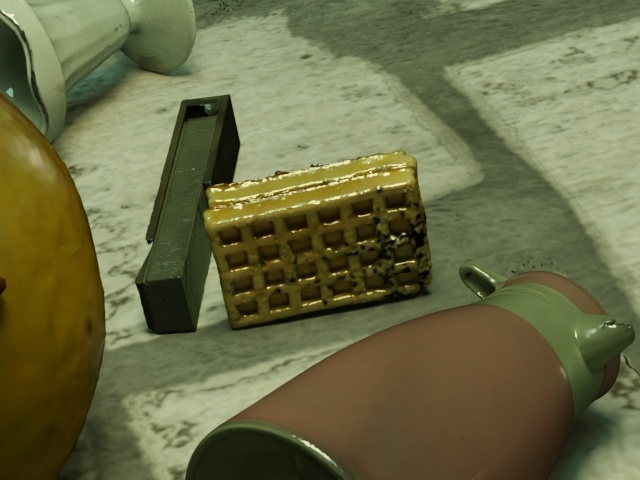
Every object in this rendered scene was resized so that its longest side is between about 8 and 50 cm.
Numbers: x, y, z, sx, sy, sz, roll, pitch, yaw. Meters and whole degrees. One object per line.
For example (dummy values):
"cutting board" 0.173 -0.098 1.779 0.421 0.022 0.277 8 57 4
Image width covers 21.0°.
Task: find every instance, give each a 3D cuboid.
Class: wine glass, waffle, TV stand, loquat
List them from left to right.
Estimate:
"loquat" -0.275 0.047 0.962 0.328 0.328 0.359 -21 18 -17
"wine glass" -0.215 -0.167 1.447 0.165 0.165 0.196 20 35 38
"TV stand" -0.096 -0.026 1.281 0.040 0.049 0.256 -6 33 8
"waffle" 0.000 0.000 1.165 0.148 0.102 0.042 -10 37 0

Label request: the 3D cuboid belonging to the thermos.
"thermos" 0.056 0.108 0.965 0.176 0.146 0.265 -15 13 44
